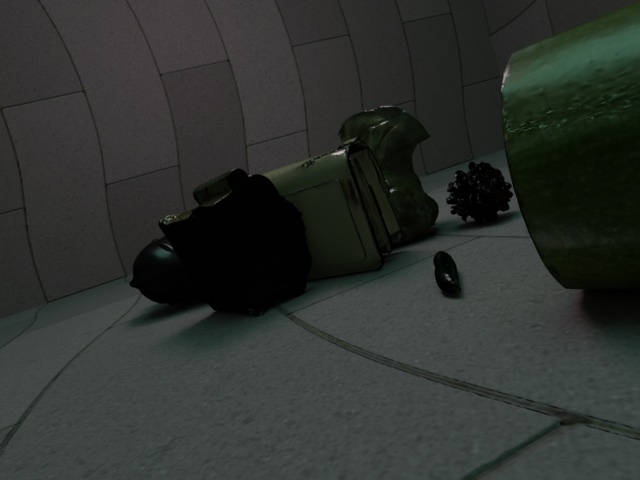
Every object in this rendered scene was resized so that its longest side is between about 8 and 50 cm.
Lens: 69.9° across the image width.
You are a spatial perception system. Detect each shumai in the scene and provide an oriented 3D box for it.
[{"bbox_3d":[0.103,-0.156,1.084,0.329,0.289,0.292,-10,29,15],"label":"shumai"}]

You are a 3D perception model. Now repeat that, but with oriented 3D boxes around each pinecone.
[{"bbox_3d":[0.336,-0.099,0.988,0.140,0.140,0.121,-24,-18,-44],"label":"pinecone"}]

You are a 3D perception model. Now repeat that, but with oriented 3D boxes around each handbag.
[{"bbox_3d":[-0.035,-0.049,0.968,0.358,0.237,0.160,-12,21,33],"label":"handbag"}]

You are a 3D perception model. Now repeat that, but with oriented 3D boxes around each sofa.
[{"bbox_3d":[-0.154,0.003,0.882,0.182,0.258,0.200,-39,18,-35],"label":"sofa"}]

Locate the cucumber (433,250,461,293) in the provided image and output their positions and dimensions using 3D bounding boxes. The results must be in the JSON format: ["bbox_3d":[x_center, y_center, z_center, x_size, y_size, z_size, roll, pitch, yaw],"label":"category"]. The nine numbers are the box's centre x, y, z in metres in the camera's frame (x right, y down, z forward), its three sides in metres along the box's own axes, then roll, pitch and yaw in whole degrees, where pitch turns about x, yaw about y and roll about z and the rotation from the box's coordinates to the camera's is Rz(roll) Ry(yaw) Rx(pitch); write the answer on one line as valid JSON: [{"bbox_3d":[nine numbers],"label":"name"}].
[{"bbox_3d":[0.181,0.040,0.665,0.033,0.036,0.184,-7,8,14],"label":"cucumber"}]

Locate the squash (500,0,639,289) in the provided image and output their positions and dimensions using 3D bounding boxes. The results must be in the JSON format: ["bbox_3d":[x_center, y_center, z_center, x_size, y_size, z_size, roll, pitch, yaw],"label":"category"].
[{"bbox_3d":[0.384,-0.099,0.362,0.384,0.263,0.263,-10,10,42],"label":"squash"}]

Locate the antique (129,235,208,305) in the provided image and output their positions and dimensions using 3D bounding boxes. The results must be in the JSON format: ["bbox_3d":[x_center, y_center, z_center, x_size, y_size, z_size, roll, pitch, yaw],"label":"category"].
[{"bbox_3d":[-0.311,0.059,1.138,0.322,0.185,0.255,-18,0,0],"label":"antique"}]
